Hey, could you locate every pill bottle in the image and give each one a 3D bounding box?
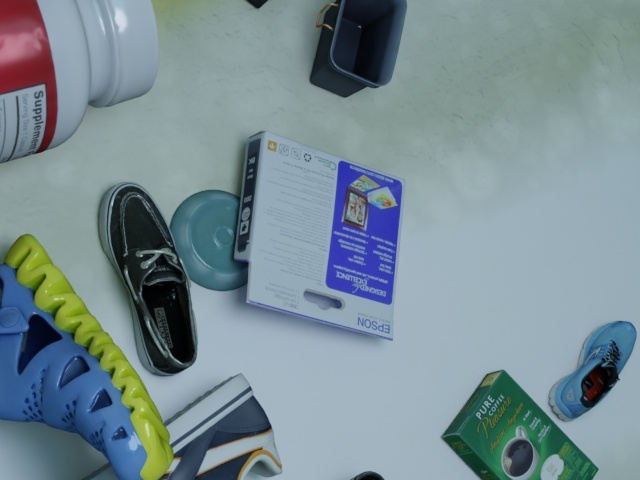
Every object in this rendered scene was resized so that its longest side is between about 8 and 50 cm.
[{"bbox_3d":[-0.375,-0.176,1.267,0.408,0.229,0.229,-20,86,-30],"label":"pill bottle"}]

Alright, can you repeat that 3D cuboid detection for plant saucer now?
[{"bbox_3d":[-0.112,-0.003,1.474,0.119,0.021,0.119,8,73,-26],"label":"plant saucer"}]

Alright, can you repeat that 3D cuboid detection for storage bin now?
[{"bbox_3d":[0.033,-0.242,1.571,0.098,0.091,0.135,20,68,-21],"label":"storage bin"}]

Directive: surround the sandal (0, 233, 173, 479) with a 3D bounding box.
[{"bbox_3d":[-0.258,0.135,1.262,0.138,0.126,0.317,-35,51,-16],"label":"sandal"}]

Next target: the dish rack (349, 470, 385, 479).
[{"bbox_3d":[-0.003,0.388,1.369,0.272,0.074,0.208,-19,78,-42],"label":"dish rack"}]

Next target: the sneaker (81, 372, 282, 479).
[{"bbox_3d":[-0.170,0.265,1.314,0.321,0.126,0.127,-32,90,-30],"label":"sneaker"}]

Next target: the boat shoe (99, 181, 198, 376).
[{"bbox_3d":[-0.176,0.036,1.402,0.078,0.070,0.219,-15,84,-29],"label":"boat shoe"}]

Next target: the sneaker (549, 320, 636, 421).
[{"bbox_3d":[0.360,0.164,1.641,0.063,0.073,0.162,46,62,-9],"label":"sneaker"}]

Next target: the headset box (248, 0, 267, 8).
[{"bbox_3d":[-0.085,-0.440,1.552,0.218,0.110,0.293,37,63,-15],"label":"headset box"}]

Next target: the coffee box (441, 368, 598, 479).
[{"bbox_3d":[0.243,0.258,1.575,0.184,0.040,0.113,45,61,-10],"label":"coffee box"}]

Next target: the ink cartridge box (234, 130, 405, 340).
[{"bbox_3d":[0.000,0.000,1.504,0.206,0.045,0.208,18,67,-31],"label":"ink cartridge box"}]
